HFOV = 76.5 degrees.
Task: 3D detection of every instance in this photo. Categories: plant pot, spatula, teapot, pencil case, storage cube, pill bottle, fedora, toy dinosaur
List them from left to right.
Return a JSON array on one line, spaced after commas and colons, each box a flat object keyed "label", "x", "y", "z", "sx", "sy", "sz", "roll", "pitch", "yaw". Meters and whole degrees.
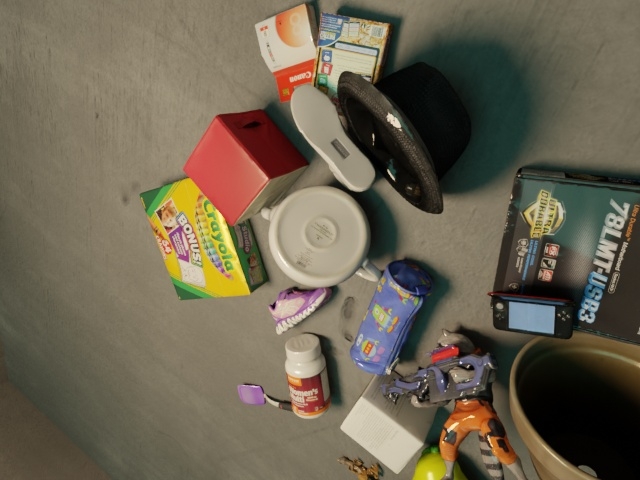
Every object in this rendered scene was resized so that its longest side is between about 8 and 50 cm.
[{"label": "storage cube", "x": -0.184, "y": -0.183, "z": 1.014, "sx": 0.193, "sy": 0.183, "sz": 0.215, "roll": 49, "pitch": 125, "yaw": 4}, {"label": "spatula", "x": -0.154, "y": 0.550, "z": 1.382, "sx": 0.296, "sy": 0.030, "sz": 0.084, "roll": 3, "pitch": 112, "yaw": 29}, {"label": "pill bottle", "x": -0.039, "y": 0.397, "z": 1.196, "sx": 0.121, "sy": 0.121, "sz": 0.222, "roll": 3, "pitch": 111, "yaw": 30}, {"label": "teapot", "x": 0.000, "y": 0.000, "z": 0.981, "sx": 0.252, "sy": 0.187, "sz": 0.256, "roll": -14, "pitch": 81, "yaw": -5}, {"label": "toy dinosaur", "x": 0.149, "y": 0.745, "z": 1.271, "sx": 0.211, "sy": 0.064, "sz": 0.112, "roll": 40, "pitch": 143, "yaw": 22}, {"label": "pencil case", "x": 0.170, "y": 0.200, "z": 0.991, "sx": 0.133, "sy": 0.119, "sz": 0.306, "roll": 48, "pitch": 132, "yaw": 43}, {"label": "fedora", "x": 0.174, "y": -0.209, "z": 0.759, "sx": 0.152, "sy": 0.334, "sz": 0.334, "roll": -39, "pitch": 86, "yaw": 2}, {"label": "plant pot", "x": 0.525, "y": 0.379, "z": 0.765, "sx": 0.322, "sy": 0.323, "sz": 0.281, "roll": 7, "pitch": 128, "yaw": 29}]

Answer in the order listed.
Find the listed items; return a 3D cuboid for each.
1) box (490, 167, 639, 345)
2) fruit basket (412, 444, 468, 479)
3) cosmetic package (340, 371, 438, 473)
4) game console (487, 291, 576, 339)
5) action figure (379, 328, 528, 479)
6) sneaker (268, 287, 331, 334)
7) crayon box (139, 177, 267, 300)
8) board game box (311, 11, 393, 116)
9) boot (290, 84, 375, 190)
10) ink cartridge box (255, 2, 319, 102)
[{"label": "box", "x": 0.498, "y": 0.028, "z": 0.761, "sx": 0.293, "sy": 0.073, "sz": 0.296, "roll": 14, "pitch": 116, "yaw": 27}, {"label": "fruit basket", "x": 0.311, "y": 0.748, "z": 1.035, "sx": 0.392, "sy": 0.392, "sz": 0.283, "roll": 39, "pitch": 123, "yaw": 12}, {"label": "cosmetic package", "x": 0.183, "y": 0.465, "z": 1.072, "sx": 0.183, "sy": 0.151, "sz": 0.152, "roll": 34, "pitch": 124, "yaw": 16}, {"label": "game console", "x": 0.400, "y": 0.144, "z": 0.774, "sx": 0.143, "sy": 0.085, "sz": 0.124, "roll": 3, "pitch": 112, "yaw": 31}, {"label": "action figure", "x": 0.301, "y": 0.371, "z": 0.915, "sx": 0.341, "sy": 0.178, "sz": 0.331, "roll": -31, "pitch": 54, "yaw": 53}, {"label": "sneaker", "x": -0.069, "y": 0.177, "z": 1.149, "sx": 0.236, "sy": 0.095, "sz": 0.105, "roll": -39, "pitch": 80, "yaw": 37}, {"label": "crayon box", "x": -0.356, "y": -0.009, "z": 1.232, "sx": 0.312, "sy": 0.106, "sz": 0.363, "roll": -9, "pitch": 104, "yaw": 33}, {"label": "board game box", "x": 0.060, "y": -0.366, "z": 0.867, "sx": 0.146, "sy": 0.045, "sz": 0.194, "roll": 18, "pitch": 118, "yaw": 14}, {"label": "boot", "x": 0.020, "y": -0.213, "z": 0.905, "sx": 0.095, "sy": 0.123, "sz": 0.258, "roll": -35, "pitch": 94, "yaw": -4}, {"label": "ink cartridge box", "x": -0.067, "y": -0.424, "z": 0.934, "sx": 0.145, "sy": 0.045, "sz": 0.180, "roll": -3, "pitch": 105, "yaw": 32}]
